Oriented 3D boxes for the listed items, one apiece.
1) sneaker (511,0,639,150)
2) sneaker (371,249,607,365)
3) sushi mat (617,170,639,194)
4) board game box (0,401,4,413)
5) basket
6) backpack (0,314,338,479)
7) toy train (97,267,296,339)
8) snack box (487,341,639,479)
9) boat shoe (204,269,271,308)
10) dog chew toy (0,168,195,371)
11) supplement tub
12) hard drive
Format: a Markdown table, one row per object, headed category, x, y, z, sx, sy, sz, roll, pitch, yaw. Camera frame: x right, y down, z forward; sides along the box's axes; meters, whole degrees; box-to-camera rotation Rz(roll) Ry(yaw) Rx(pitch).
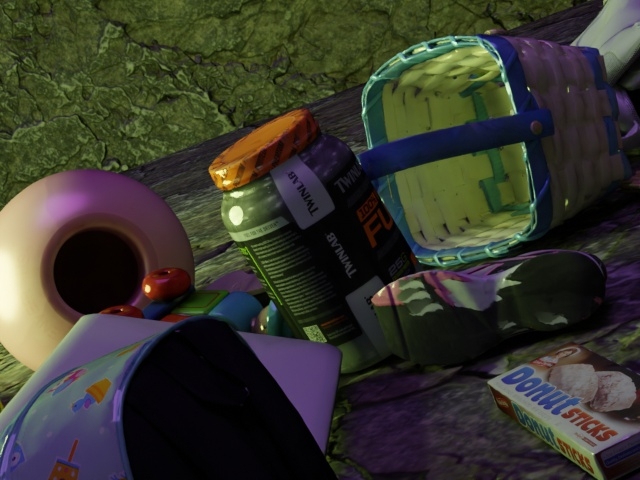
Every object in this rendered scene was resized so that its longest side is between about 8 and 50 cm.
| category | x | y | z | sx | sy | sz | roll | pitch | yaw |
| --- | --- | --- | --- | --- | --- | --- | --- | --- | --- |
| sneaker | 0.362 | -0.219 | 1.566 | 0.366 | 0.137 | 0.210 | -49 | 22 | -12 |
| sneaker | 0.129 | 0.047 | 1.098 | 0.178 | 0.072 | 0.077 | -8 | 3 | 24 |
| sushi mat | 0.390 | -0.072 | 1.244 | 0.151 | 0.019 | 0.316 | -27 | 11 | -20 |
| board game box | -0.402 | 0.154 | 1.515 | 0.181 | 0.092 | 0.043 | -12 | 14 | 42 |
| basket | 0.106 | -0.076 | 1.335 | 0.289 | 0.201 | 0.255 | -19 | 4 | -35 |
| backpack | -0.066 | 0.136 | 0.672 | 0.144 | 0.188 | 0.166 | -17 | 13 | 25 |
| toy train | -0.111 | 0.105 | 1.198 | 0.143 | 0.105 | 0.248 | -2 | 19 | 23 |
| snack box | 0.156 | 0.097 | 0.872 | 0.064 | 0.022 | 0.178 | -25 | 11 | -8 |
| boat shoe | -0.071 | 0.055 | 1.492 | 0.133 | 0.042 | 0.049 | -10 | 36 | 47 |
| dog chew toy | -0.246 | 0.039 | 1.518 | 0.207 | 0.206 | 0.332 | -25 | 4 | -16 |
| supplement tub | 0.000 | 0.000 | 1.173 | 0.117 | 0.190 | 0.117 | -29 | 16 | 9 |
| hard drive | -0.094 | 0.116 | 0.994 | 0.203 | 0.040 | 0.307 | 7 | 12 | 2 |
